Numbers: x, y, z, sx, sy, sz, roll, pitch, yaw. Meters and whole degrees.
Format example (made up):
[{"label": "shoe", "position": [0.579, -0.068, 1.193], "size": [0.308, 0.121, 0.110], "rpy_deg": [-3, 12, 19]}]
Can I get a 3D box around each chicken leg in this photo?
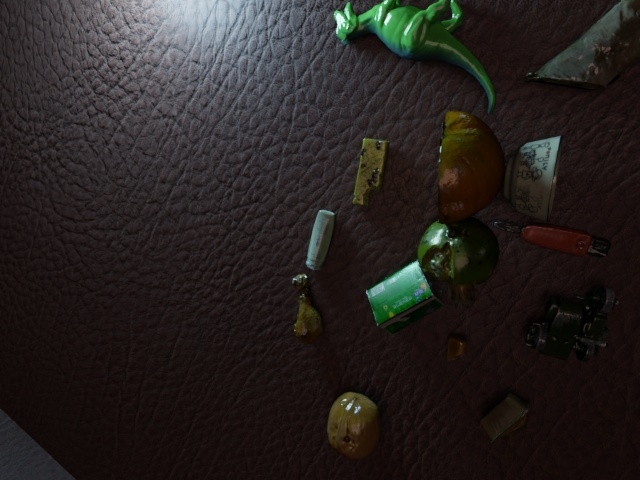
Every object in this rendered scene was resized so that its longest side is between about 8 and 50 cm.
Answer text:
[{"label": "chicken leg", "position": [-0.053, 0.247, 1.492], "size": [0.087, 0.107, 0.252], "rpy_deg": [-10, 88, 36]}]

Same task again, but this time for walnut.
[{"label": "walnut", "position": [0.119, 0.650, 1.454], "size": [0.195, 0.195, 0.222], "rpy_deg": [10, 106, 16]}]

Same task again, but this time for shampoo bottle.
[{"label": "shampoo bottle", "position": [0.000, 0.000, 1.456], "size": [0.072, 0.049, 0.213], "rpy_deg": [16, 104, 10]}]

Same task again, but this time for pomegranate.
[{"label": "pomegranate", "position": [0.428, 0.068, 1.264], "size": [0.235, 0.236, 0.302], "rpy_deg": [-10, 126, 19]}]

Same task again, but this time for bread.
[{"label": "bread", "position": [0.166, -0.221, 1.367], "size": [0.087, 0.049, 0.226], "rpy_deg": [12, 103, 15]}, {"label": "bread", "position": [0.455, 0.367, 1.371], "size": [0.062, 0.049, 0.103], "rpy_deg": [16, 108, 49]}]

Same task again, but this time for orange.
[{"label": "orange", "position": [0.386, -0.202, 1.155], "size": [0.310, 0.274, 0.274], "rpy_deg": [-43, 84, -14]}]

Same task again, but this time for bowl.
[{"label": "bowl", "position": [0.595, -0.173, 1.159], "size": [0.126, 0.237, 0.238], "rpy_deg": [8, 102, 32]}]

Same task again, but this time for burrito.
[{"label": "burrito", "position": [0.760, -0.505, 1.109], "size": [0.347, 0.107, 0.175], "rpy_deg": [-38, 73, 17]}]

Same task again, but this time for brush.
[{"label": "brush", "position": [0.690, -0.015, 1.239], "size": [0.323, 0.051, 0.071], "rpy_deg": [16, 110, 11]}]

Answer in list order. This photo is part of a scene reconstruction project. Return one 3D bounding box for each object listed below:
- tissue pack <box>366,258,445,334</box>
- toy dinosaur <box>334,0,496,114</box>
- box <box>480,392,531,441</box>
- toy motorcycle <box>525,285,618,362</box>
[{"label": "tissue pack", "position": [0.288, 0.195, 1.354], "size": [0.209, 0.156, 0.148], "rpy_deg": [-35, 44, 22]}, {"label": "toy dinosaur", "position": [0.267, -0.552, 1.237], "size": [0.374, 0.144, 0.501], "rpy_deg": [-19, 88, 24]}, {"label": "box", "position": [0.604, 0.578, 1.335], "size": [0.111, 0.111, 0.177], "rpy_deg": [41, 109, 7]}, {"label": "toy motorcycle", "position": [0.744, 0.243, 1.230], "size": [0.205, 0.127, 0.275], "rpy_deg": [13, 109, 16]}]
